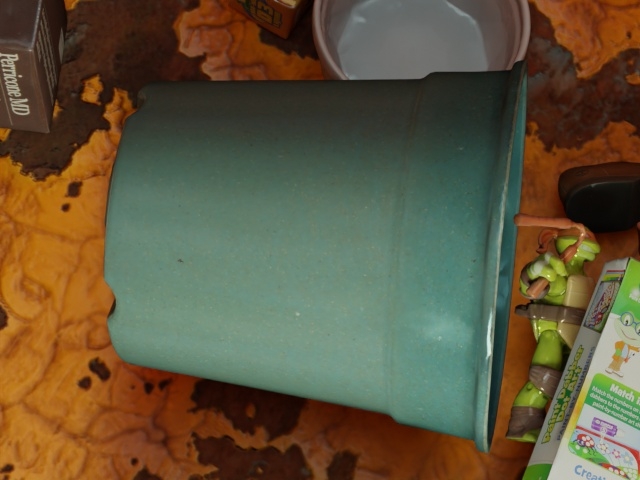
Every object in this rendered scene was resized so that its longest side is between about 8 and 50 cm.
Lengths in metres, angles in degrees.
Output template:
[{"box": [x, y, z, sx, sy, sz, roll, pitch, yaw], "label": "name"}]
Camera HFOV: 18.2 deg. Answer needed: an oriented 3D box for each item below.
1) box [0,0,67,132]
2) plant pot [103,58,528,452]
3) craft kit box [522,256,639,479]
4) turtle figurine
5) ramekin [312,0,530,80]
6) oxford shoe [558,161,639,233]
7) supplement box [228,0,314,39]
[{"box": [-0.437, -0.211, 1.860, 0.381, 0.191, 0.143, 4, 69, -1], "label": "box"}, {"box": [0.000, 0.000, 1.744, 0.334, 0.341, 0.341, 5, 69, 7], "label": "plant pot"}, {"box": [0.316, 0.177, 1.726, 0.250, 0.061, 0.247, 27, 78, -15], "label": "craft kit box"}, {"box": [0.213, 0.075, 1.792, 0.087, 0.269, 0.217, 4, 83, 31], "label": "turtle figurine"}, {"box": [0.093, -0.191, 1.922, 0.207, 0.109, 0.207, 1, 69, -2], "label": "ramekin"}, {"box": [0.329, -0.049, 1.906, 0.212, 0.076, 0.076, 4, 29, -12], "label": "oxford shoe"}, {"box": [0.002, -0.315, 1.983, 0.080, 0.078, 0.233, 35, 72, 7], "label": "supplement box"}]
